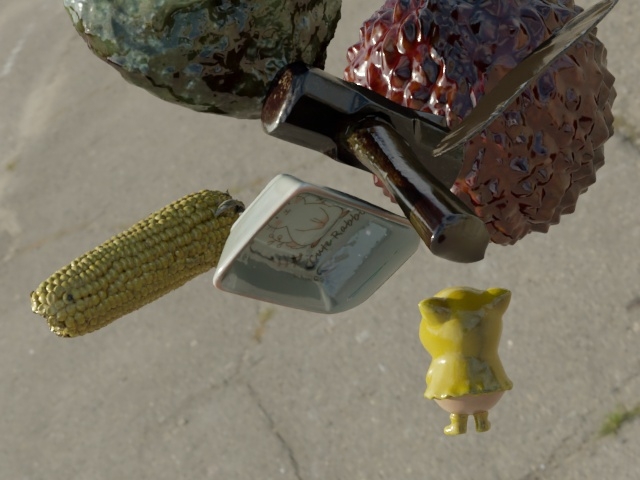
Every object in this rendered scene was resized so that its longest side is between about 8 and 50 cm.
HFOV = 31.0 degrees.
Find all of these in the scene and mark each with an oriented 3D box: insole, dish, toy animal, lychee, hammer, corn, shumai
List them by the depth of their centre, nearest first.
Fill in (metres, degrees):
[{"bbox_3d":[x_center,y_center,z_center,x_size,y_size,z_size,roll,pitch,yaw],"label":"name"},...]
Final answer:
[{"bbox_3d":[0.217,-0.176,1.210,0.328,0.007,0.111,-43,11,-33],"label":"insole"},{"bbox_3d":[0.000,0.000,1.227,0.154,0.234,0.064,-47,50,23],"label":"dish"},{"bbox_3d":[0.090,-0.077,1.229,0.095,0.242,0.409,-65,22,14],"label":"hammer"},{"bbox_3d":[-0.213,0.030,1.396,0.293,0.106,0.106,-34,21,-30],"label":"corn"},{"bbox_3d":[-0.082,-0.372,1.407,0.348,0.395,0.395,-46,13,39],"label":"shumai"},{"bbox_3d":[0.231,-0.235,1.756,0.424,0.500,0.424,-16,-9,-3],"label":"lychee"},{"bbox_3d":[0.226,0.187,1.802,0.156,0.230,0.156,-6,4,0],"label":"toy animal"}]
